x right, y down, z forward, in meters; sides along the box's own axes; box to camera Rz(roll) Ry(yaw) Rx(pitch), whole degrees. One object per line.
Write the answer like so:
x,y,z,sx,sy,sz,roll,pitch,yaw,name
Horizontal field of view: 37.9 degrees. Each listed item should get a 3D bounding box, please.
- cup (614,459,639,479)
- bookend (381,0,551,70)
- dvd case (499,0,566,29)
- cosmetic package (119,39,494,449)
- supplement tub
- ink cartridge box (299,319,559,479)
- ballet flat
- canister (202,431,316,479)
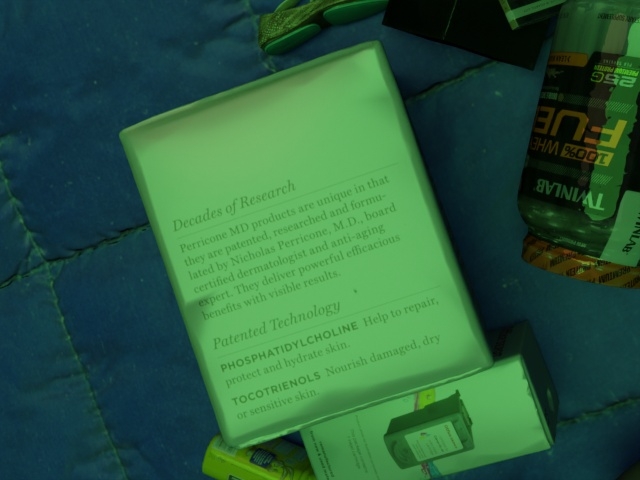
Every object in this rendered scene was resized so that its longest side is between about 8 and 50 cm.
0.556,0.332,1.128,0.331,0.331,0.237,44,80,7,cup
0.194,-0.294,1.253,0.157,0.156,0.072,11,103,-30,bookend
0.265,-0.393,1.203,0.165,0.018,0.221,-24,88,-27,dvd case
0.000,0.000,1.198,0.327,0.329,0.393,-19,90,8,cosmetic package
0.367,-0.122,1.161,0.207,0.207,0.338,13,99,15,supplement tub
0.150,0.226,1.255,0.306,0.226,0.131,-20,92,16,ink cartridge box
0.000,-0.331,1.320,0.206,0.073,0.067,-18,77,14,ballet flat
-0.076,0.337,1.387,0.170,0.126,0.073,19,101,16,canister
